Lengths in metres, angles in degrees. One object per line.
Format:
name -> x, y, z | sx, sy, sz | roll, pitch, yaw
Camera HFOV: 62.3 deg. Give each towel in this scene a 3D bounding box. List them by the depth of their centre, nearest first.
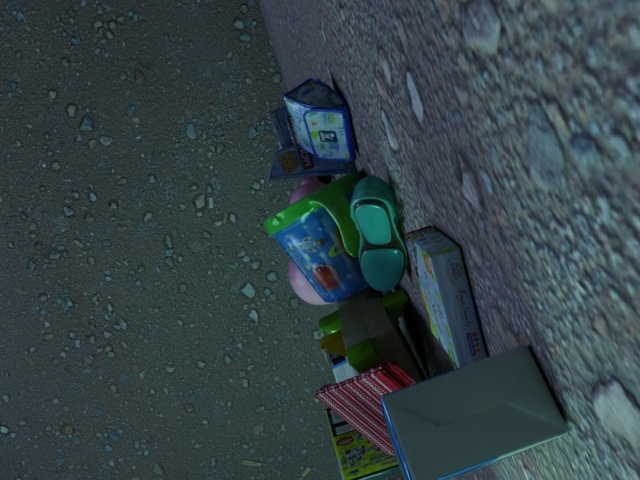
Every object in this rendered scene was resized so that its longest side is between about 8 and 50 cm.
towel -> 0.118, 0.295, 0.901 | 0.199, 0.031, 0.275 | 41, 147, -3

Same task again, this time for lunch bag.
lunch bag -> 0.009, -0.235, 1.062 | 0.151, 0.096, 0.129 | 34, 155, 37

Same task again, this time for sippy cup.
sippy cup -> 0.031, 0.003, 1.134 | 0.224, 0.240, 0.305 | 62, -158, -3

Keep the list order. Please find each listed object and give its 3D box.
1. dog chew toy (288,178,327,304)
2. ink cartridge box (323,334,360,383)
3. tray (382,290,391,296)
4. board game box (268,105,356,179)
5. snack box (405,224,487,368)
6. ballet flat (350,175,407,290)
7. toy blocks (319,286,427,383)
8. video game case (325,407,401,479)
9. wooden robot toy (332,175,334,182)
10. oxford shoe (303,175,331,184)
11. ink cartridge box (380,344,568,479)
dog chew toy -> 0.000, 0.000, 1.421 | 0.206, 0.207, 0.331 | -126, 24, -87
ink cartridge box -> 0.138, 0.325, 1.323 | 0.333, 0.065, 0.165 | 27, -143, -51
tray -> 0.132, 0.048, 1.366 | 0.145, 0.030, 0.270 | 72, 179, -84
board game box -> -0.042, -0.215, 1.194 | 0.060, 0.194, 0.194 | -118, 9, -85
snack box -> 0.143, 0.062, 0.612 | 0.100, 0.037, 0.141 | -116, 8, -74
ballet flat -> 0.102, -0.014, 0.885 | 0.247, 0.083, 0.087 | 72, -157, -50
toy blocks -> 0.142, 0.248, 1.113 | 0.261, 0.191, 0.381 | 61, -174, -14
video game case -> 0.171, 0.553, 1.520 | 0.248, 0.275, 0.035 | -110, 4, -53
wooden robot toy -> 0.021, -0.239, 1.873 | 0.079, 0.076, 0.173 | -5, -107, -54
oxford shoe -> -0.007, -0.280, 1.440 | 0.133, 0.130, 0.363 | 37, 160, 17
ink cartridge box -> 0.136, 0.187, 0.525 | 0.231, 0.134, 0.078 | 74, 176, -64
